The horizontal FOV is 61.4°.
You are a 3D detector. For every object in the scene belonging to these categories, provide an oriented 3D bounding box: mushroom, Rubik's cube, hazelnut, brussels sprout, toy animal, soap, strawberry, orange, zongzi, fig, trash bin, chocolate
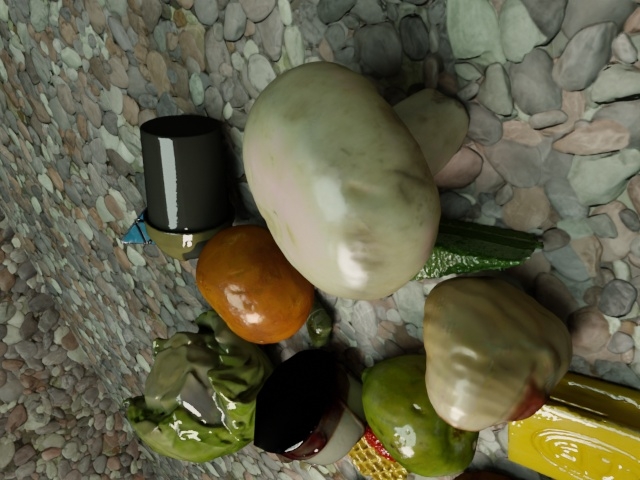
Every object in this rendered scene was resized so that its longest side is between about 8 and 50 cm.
[{"bbox_3d":[0.039,-0.088,0.827,0.353,0.353,0.325,45,127,8],"label":"mushroom"},{"bbox_3d":[-0.453,-0.100,1.505,0.190,0.211,0.178,43,120,47],"label":"Rubik's cube"},{"bbox_3d":[0.267,0.182,0.900,0.261,0.261,0.241,54,164,-2],"label":"hazelnut"},{"bbox_3d":[-0.302,0.436,1.543,0.425,0.343,0.361,-35,135,19],"label":"brussels sprout"},{"bbox_3d":[-0.080,0.645,1.671,0.186,0.093,0.214,44,146,16],"label":"toy animal"},{"bbox_3d":[0.488,0.347,0.929,0.324,0.096,0.204,11,125,37],"label":"soap"},{"bbox_3d":[0.171,0.448,1.270,0.148,0.131,0.131,31,138,49],"label":"strawberry"},{"bbox_3d":[-0.142,0.095,1.206,0.284,0.226,0.284,43,169,11],"label":"orange"},{"bbox_3d":[-0.018,0.195,1.336,0.131,0.062,0.154,60,161,25],"label":"zongzi"},{"bbox_3d":[0.170,0.349,1.120,0.314,0.233,0.233,3,119,35],"label":"fig"},{"bbox_3d":[-0.307,-0.108,1.256,0.214,0.214,0.334,21,122,31],"label":"trash bin"},{"bbox_3d":[-0.009,0.425,1.313,0.283,0.284,0.186,-13,131,46],"label":"chocolate"}]

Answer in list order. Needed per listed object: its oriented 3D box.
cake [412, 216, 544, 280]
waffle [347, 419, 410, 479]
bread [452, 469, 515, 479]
[{"bbox_3d":[0.238,0.002,0.910,0.235,0.100,0.099,-11,110,46],"label":"cake"},{"bbox_3d":[0.128,0.540,1.423,0.253,0.056,0.249,12,125,39],"label":"waffle"},{"bbox_3d":[0.386,0.619,1.181,0.246,0.135,0.232,2,119,41],"label":"bread"}]
